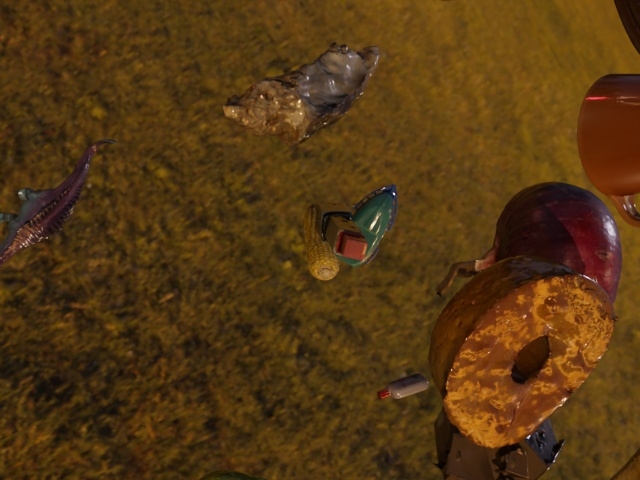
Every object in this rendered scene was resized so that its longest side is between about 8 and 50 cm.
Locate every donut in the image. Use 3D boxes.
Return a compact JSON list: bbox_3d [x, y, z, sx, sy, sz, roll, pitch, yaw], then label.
[{"bbox_3d":[0.268,0.143,1.379,0.277,0.277,0.108,42,4,-37],"label":"donut"}]

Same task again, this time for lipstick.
[{"bbox_3d":[0.030,-0.011,1.491,0.312,0.051,0.051,-116,-151,-78],"label":"lipstick"}]

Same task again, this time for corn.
[{"bbox_3d":[0.000,0.000,2.114,0.072,0.072,0.203,42,26,-36],"label":"corn"}]

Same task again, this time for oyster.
[{"bbox_3d":[-0.020,-0.215,1.533,0.110,0.166,0.341,58,30,-2],"label":"oyster"}]

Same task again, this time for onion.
[{"bbox_3d":[0.388,0.018,1.672,0.272,0.256,0.230,7,97,-27],"label":"onion"}]

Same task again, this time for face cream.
[{"bbox_3d":[0.130,0.235,1.601,0.040,0.083,0.021,-139,-140,-57],"label":"face cream"}]

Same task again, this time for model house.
[{"bbox_3d":[0.256,0.364,1.461,0.176,0.181,0.248,22,30,-19],"label":"model house"}]

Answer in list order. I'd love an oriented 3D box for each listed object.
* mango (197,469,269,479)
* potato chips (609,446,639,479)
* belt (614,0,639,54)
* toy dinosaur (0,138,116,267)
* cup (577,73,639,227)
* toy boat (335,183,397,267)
[{"bbox_3d":[-0.165,0.460,1.831,0.074,0.165,0.091,55,30,-46],"label":"mango"},{"bbox_3d":[0.552,0.345,1.648,0.080,0.407,0.057,-29,61,-26],"label":"potato chips"},{"bbox_3d":[0.337,-0.264,0.806,0.122,0.217,0.339,7,59,-25],"label":"belt"},{"bbox_3d":[-0.269,-0.026,0.963,0.045,0.197,0.080,47,-12,-32],"label":"toy dinosaur"},{"bbox_3d":[0.501,-0.129,1.395,0.182,0.264,0.226,-14,100,-37],"label":"cup"},{"bbox_3d":[0.094,-0.037,1.920,0.091,0.175,0.110,33,12,0],"label":"toy boat"}]
